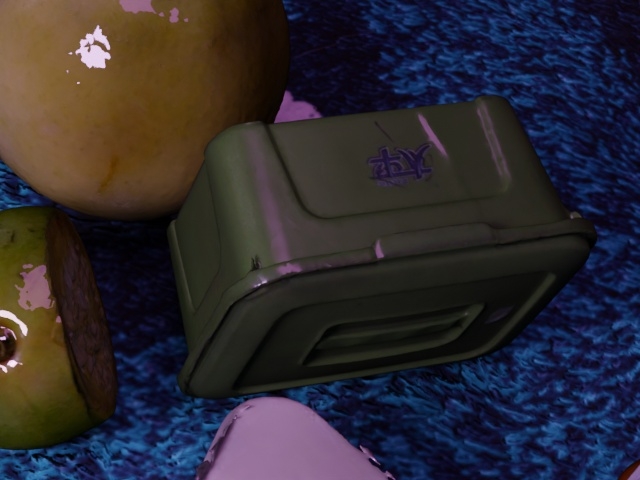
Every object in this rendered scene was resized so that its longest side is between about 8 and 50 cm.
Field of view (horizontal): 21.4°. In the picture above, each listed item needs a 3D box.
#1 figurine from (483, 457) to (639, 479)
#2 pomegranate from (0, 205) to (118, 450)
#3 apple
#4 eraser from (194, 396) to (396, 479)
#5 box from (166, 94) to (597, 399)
[{"bbox_3d":[0.321,0.261,1.359,0.416,0.243,0.297,3,92,-10],"label":"figurine"},{"bbox_3d":[-0.262,0.056,1.380,0.159,0.190,0.240,-12,50,6],"label":"pomegranate"},{"bbox_3d":[-0.152,-0.154,1.540,0.233,0.258,0.295,46,44,13],"label":"apple"},{"bbox_3d":[-0.035,0.309,1.240,0.331,0.150,0.331,10,46,-11],"label":"eraser"},{"bbox_3d":[0.037,0.004,1.444,0.329,0.252,0.177,-6,63,-23],"label":"box"}]
